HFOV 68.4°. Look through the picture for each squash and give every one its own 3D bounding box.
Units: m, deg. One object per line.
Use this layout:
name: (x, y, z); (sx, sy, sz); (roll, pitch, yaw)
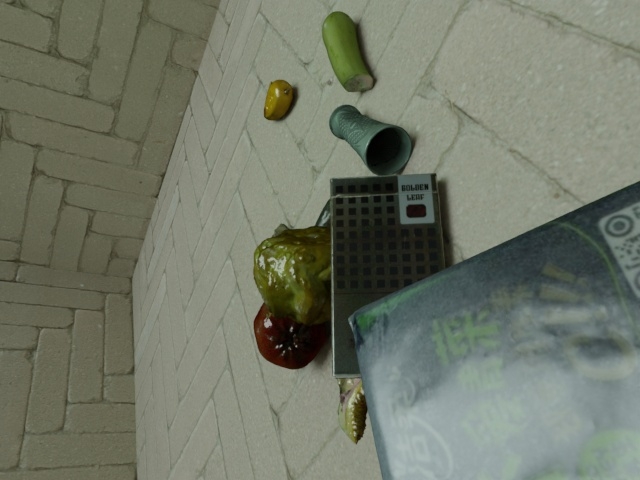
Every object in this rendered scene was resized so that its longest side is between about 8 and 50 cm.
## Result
squash: (0.056, -0.432, 1.079); (0.083, 0.083, 0.250); (-46, 46, 43)

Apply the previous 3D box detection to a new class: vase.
vase: (0.088, -0.212, 0.944); (0.096, 0.096, 0.219); (-67, 29, 20)

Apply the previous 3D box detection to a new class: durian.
durian: (0.078, 0.240, 0.804); (0.140, 0.078, 0.224); (-36, 33, 38)

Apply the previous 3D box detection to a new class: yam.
yam: (0.000, 0.000, 1.054); (0.274, 0.061, 0.061); (-65, 33, 22)

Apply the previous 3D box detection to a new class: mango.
mango: (-0.130, -0.414, 1.406); (0.187, 0.066, 0.101); (-27, 65, 60)

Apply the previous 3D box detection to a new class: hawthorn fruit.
hawthorn fruit: (-0.069, 0.183, 1.035); (0.194, 0.156, 0.157); (-108, 37, -68)

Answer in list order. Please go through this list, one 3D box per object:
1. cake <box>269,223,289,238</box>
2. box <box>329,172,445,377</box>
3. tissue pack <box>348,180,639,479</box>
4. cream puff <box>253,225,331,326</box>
cake: (-0.082, 0.026, 1.203); (0.220, 0.116, 0.086); (-62, -7, -78)
box: (0.106, 0.050, 0.749); (0.047, 0.180, 0.325); (72, -163, -70)
tissue pack: (0.230, 0.132, 0.445); (0.394, 0.124, 0.288); (-30, 53, 29)
cream puff: (-0.014, 0.060, 0.893); (0.244, 0.244, 0.196); (-27, 72, 54)
